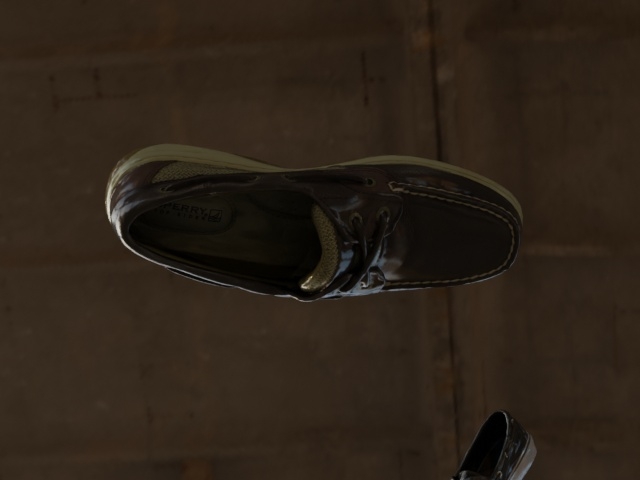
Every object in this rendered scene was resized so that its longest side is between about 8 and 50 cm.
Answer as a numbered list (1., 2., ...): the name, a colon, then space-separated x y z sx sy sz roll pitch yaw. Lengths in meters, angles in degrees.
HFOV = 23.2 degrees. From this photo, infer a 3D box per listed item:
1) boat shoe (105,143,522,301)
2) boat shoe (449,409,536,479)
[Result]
1. boat shoe: 0.000 -0.001 0.807 0.223 0.073 0.080 6 -65 -8
2. boat shoe: 0.110 0.181 1.122 0.049 0.142 0.040 -11 -58 43
